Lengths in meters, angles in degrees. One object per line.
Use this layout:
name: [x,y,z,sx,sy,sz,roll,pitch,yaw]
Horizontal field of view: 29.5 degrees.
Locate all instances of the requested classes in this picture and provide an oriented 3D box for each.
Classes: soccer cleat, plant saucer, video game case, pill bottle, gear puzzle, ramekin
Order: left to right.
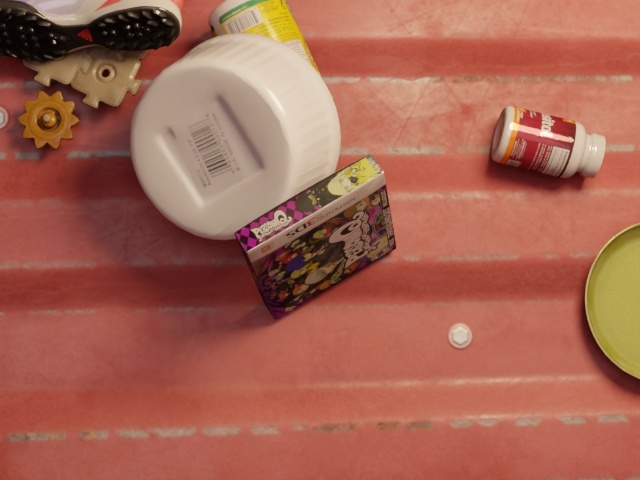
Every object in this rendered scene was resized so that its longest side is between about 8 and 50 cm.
soccer cleat: [-0.348,-0.328,1.710,0.318,0.109,0.116,-2,56,5]
gear puzzle: [-0.324,-0.277,1.764,0.175,0.044,0.339,25,81,6]
ramekin: [-0.123,-0.134,1.651,0.277,0.135,0.277,6,109,18]
pill bottle: [-0.068,-0.248,1.741,0.117,0.117,0.208,-25,85,-7]
video game case: [0.000,0.000,1.663,0.210,0.232,0.042,-30,64,-8]
pill bottle: [0.332,-0.140,1.775,0.152,0.086,0.086,13,82,-3]
plant saucer: [0.501,0.090,1.785,0.240,0.037,0.241,0,83,-4]
